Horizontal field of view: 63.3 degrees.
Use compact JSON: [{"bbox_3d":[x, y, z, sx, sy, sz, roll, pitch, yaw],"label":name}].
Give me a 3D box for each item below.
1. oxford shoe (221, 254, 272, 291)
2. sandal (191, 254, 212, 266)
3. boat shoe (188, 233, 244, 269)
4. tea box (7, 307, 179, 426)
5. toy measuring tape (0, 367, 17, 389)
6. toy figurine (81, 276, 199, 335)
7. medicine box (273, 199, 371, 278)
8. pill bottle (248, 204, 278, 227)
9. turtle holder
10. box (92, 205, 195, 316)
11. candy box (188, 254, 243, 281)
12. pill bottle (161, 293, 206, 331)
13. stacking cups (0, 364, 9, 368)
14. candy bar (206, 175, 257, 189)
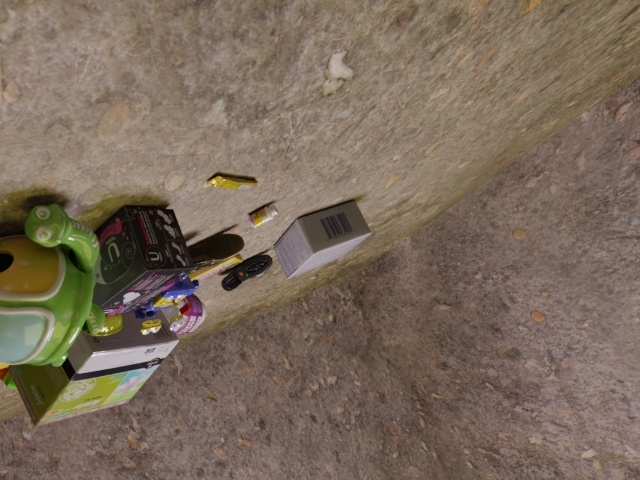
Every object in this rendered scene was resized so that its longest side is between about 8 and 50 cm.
[{"bbox_3d":[-0.292,0.116,2.087,0.227,0.083,0.096,-27,-172,7],"label":"oxford shoe"},{"bbox_3d":[-0.417,0.053,1.473,0.219,0.060,0.090,-9,173,8],"label":"sandal"},{"bbox_3d":[-0.336,0.037,1.583,0.223,0.080,0.073,-20,175,-1],"label":"boat shoe"},{"bbox_3d":[-0.676,0.342,1.567,0.323,0.220,0.329,-48,156,18],"label":"tea box"},{"bbox_3d":[-0.990,0.400,1.694,0.121,0.122,0.330,-18,-169,-35],"label":"toy measuring tape"},{"bbox_3d":[-0.463,0.126,1.425,0.217,0.191,0.362,-37,159,26],"label":"toy figurine"},{"bbox_3d":[0.000,0.000,1.971,0.263,0.149,0.289,-20,168,-30],"label":"medicine box"},{"bbox_3d":[-0.167,-0.073,1.526,0.083,0.044,0.043,-28,169,10],"label":"pill bottle"},{"bbox_3d":[-0.544,0.099,0.964,0.320,0.244,0.227,-22,156,31],"label":"turtle holder"},{"bbox_3d":[-0.435,0.050,1.173,0.247,0.164,0.142,-32,164,27],"label":"box"},{"bbox_3d":[-0.391,0.105,1.895,0.205,0.027,0.105,-27,166,3],"label":"candy box"},{"bbox_3d":[-0.542,0.271,1.954,0.169,0.169,0.301,-27,169,4],"label":"pill bottle"},{"bbox_3d":[-1.042,0.365,1.472,0.316,0.096,0.096,-15,165,-35],"label":"stacking cups"},{"bbox_3d":[-0.203,-0.135,1.220,0.040,0.018,0.161,-27,170,26],"label":"candy bar"}]
